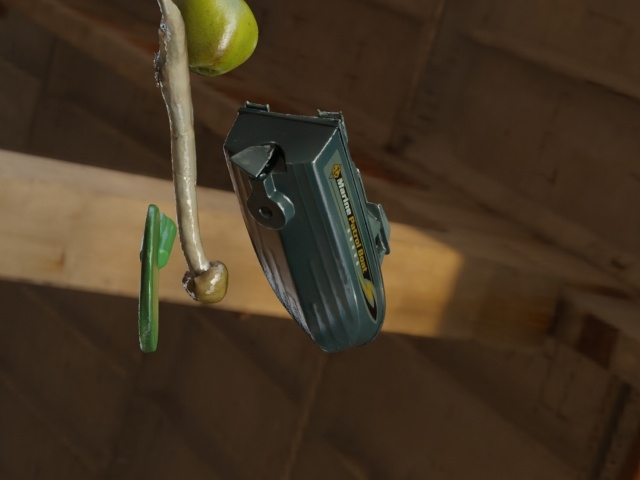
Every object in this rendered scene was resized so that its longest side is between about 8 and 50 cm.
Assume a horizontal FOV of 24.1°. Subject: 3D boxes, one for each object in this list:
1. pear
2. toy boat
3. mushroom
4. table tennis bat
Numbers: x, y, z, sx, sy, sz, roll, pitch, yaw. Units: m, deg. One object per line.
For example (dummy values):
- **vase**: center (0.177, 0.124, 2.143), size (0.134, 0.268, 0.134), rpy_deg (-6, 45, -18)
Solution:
- **pear**: center (-0.107, -0.195, 1.399), size (0.092, 0.092, 0.097), rpy_deg (-49, -161, 38)
- **toy boat**: center (0.001, -0.003, 1.409), size (0.114, 0.296, 0.122), rpy_deg (12, -130, 30)
- **mushroom**: center (-0.103, -0.080, 1.114), size (0.068, 0.043, 0.306), rpy_deg (41, -33, 44)
- **table tennis bat**: center (-0.188, 0.026, 1.676), size (0.257, 0.039, 0.160), rpy_deg (-94, -173, -71)
